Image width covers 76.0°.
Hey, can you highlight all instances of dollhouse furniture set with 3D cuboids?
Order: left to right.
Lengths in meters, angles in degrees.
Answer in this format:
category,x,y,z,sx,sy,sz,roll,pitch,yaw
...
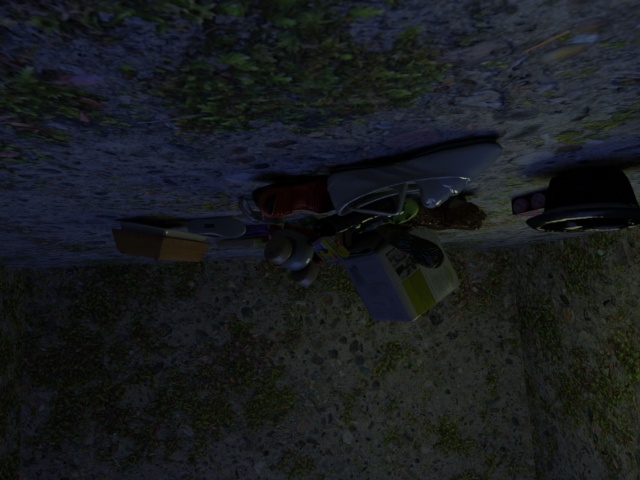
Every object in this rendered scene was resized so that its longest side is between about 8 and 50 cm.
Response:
category,x,y,z,sx,sy,sz,roll,pitch,yaw
dollhouse furniture set,0.066,-0.011,1.804,0.144,0.123,0.151,2,171,-33

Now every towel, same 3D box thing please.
category,x,y,z,sx,sy,sz,roll,pitch,yaw
towel,0.143,0.017,1.879,0.312,0.056,0.324,-7,-164,28

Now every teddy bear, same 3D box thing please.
category,x,y,z,sx,sy,sz,roll,pitch,yaw
teddy bear,0.404,-0.096,1.443,0.245,0.113,0.338,7,177,-19

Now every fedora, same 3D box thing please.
category,x,y,z,sx,sy,sz,roll,pitch,yaw
fedora,0.752,-0.115,1.152,0.334,0.152,0.334,0,172,0

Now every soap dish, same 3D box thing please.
category,x,y,z,sx,sy,sz,roll,pitch,yaw
soap dish,-0.595,0.010,1.548,0.229,0.118,0.291,9,178,18

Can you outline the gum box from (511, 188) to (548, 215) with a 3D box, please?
category,x,y,z,sx,sy,sz,roll,pitch,yaw
gum box,0.769,-0.130,1.398,0.107,0.062,0.188,0,172,-26

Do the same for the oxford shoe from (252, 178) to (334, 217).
category,x,y,z,sx,sy,sz,roll,pitch,yaw
oxford shoe,-0.047,-0.128,1.081,0.272,0.096,0.098,-7,-150,-30

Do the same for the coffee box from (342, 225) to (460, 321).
category,x,y,z,sx,sy,sz,roll,pitch,yaw
coffee box,0.367,0.145,1.909,0.334,0.338,0.338,-31,-175,-25

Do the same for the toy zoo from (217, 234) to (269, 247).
category,x,y,z,sx,sy,sz,roll,pitch,yaw
toy zoo,-0.301,-0.006,1.860,0.193,0.030,0.293,-3,-174,26

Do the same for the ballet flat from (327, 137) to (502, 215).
category,x,y,z,sx,sy,sz,roll,pitch,yaw
ballet flat,0.203,-0.125,0.935,0.401,0.139,0.139,-7,172,26

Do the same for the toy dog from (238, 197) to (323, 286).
category,x,y,z,sx,sy,sz,roll,pitch,yaw
toy dog,-0.084,-0.030,1.220,0.161,0.333,0.220,-39,149,11

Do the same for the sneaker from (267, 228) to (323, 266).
category,x,y,z,sx,sy,sz,roll,pitch,yaw
sneaker,-0.107,0.018,1.720,0.112,0.120,0.299,-27,128,27

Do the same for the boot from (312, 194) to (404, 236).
category,x,y,z,sx,sy,sz,roll,pitch,yaw
boot,0.082,-0.070,1.132,0.229,0.091,0.263,-21,-174,-16

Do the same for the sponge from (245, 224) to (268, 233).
category,x,y,z,sx,sy,sz,roll,pitch,yaw
sponge,-0.328,-0.039,1.789,0.210,0.031,0.117,-5,174,9

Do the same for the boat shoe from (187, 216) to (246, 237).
category,x,y,z,sx,sy,sz,roll,pitch,yaw
boat shoe,-0.383,-0.049,1.538,0.220,0.077,0.070,4,173,6

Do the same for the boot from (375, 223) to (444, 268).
category,x,y,z,sx,sy,sz,roll,pitch,yaw
boot,0.313,-0.009,1.524,0.236,0.089,0.269,31,-172,-14

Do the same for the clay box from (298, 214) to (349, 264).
category,x,y,z,sx,sy,sz,roll,pitch,yaw
clay box,0.000,0.000,1.637,0.222,0.053,0.127,45,150,-18

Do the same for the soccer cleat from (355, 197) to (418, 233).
category,x,y,z,sx,sy,sz,roll,pitch,yaw
soccer cleat,0.226,-0.100,1.422,0.121,0.093,0.289,-37,-168,-39
